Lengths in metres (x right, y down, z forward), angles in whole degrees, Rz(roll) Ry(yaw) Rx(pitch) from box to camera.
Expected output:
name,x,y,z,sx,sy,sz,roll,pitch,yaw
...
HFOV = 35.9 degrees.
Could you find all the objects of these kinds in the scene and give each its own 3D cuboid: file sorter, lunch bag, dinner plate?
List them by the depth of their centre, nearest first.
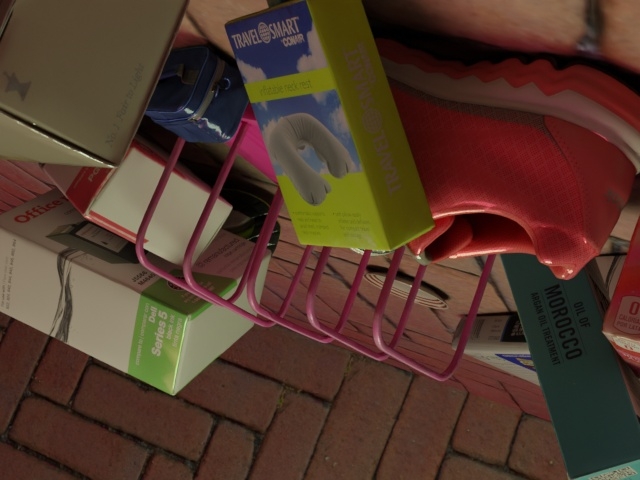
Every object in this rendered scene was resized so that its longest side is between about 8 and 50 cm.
name,x,y,z,sx,sy,sz,roll,pitch,yaw
lunch bag,-0.108,-0.126,0.847,0.065,0.067,0.098,28,167,-35
file sorter,0.000,0.000,0.950,0.290,0.182,0.202,15,168,33
dinner plate,0.131,0.072,1.506,0.141,0.017,0.141,21,169,4

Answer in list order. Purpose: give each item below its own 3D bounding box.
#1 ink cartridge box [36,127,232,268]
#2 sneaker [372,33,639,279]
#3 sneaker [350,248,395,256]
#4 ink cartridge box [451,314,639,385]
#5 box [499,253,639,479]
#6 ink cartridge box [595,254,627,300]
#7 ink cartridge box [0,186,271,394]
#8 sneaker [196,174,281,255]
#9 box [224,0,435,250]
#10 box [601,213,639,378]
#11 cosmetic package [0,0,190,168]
name,x,y,z,sx,sy,sz,roll,pitch,yaw
ink cartridge box,-0.220,-0.077,1.084,0.158,0.092,0.218,33,-177,-46
sneaker,0.060,-0.057,0.670,0.313,0.136,0.116,14,166,37
sneaker,0.037,-0.022,1.131,0.135,0.052,0.058,23,165,-10
ink cartridge box,0.390,0.193,1.473,0.307,0.072,0.303,21,169,-11
box,0.196,0.068,0.768,0.060,0.244,0.100,-23,150,20
ink cartridge box,0.314,0.058,0.960,0.099,0.056,0.135,25,169,-16
ink cartridge box,-0.227,0.040,1.160,0.272,0.115,0.198,23,-152,16
sneaker,-0.189,-0.046,1.322,0.300,0.111,0.121,26,179,7
box,0.001,-0.083,0.618,0.109,0.042,0.178,4,116,58
box,0.352,0.052,0.617,0.300,0.142,0.154,15,168,30
cosmetic package,-0.239,-0.150,0.742,0.113,0.160,0.309,29,168,-39
